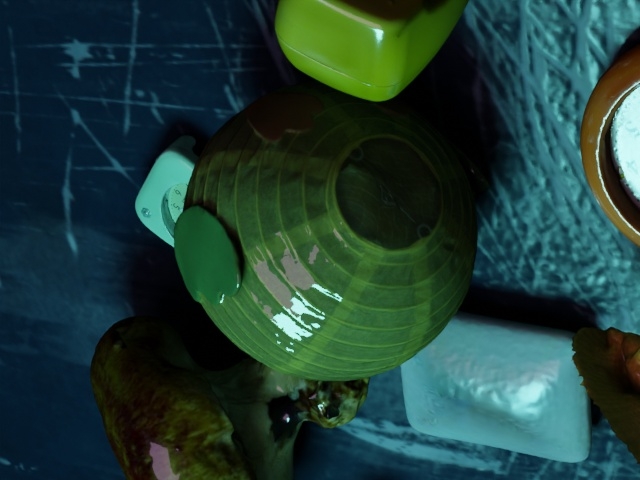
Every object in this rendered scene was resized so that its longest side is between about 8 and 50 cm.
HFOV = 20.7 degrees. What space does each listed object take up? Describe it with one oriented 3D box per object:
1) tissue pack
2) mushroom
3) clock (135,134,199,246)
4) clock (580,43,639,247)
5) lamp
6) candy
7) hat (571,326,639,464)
[{"bbox_3d":[0.047,-0.191,1.314,0.123,0.178,0.127,27,151,12],"label":"tissue pack"},{"bbox_3d":[-0.092,0.198,1.673,0.255,0.267,0.267,0,128,-9],"label":"mushroom"},{"bbox_3d":[-0.101,-0.025,1.612,0.135,0.041,0.101,37,132,2],"label":"clock"},{"bbox_3d":[0.298,-0.066,1.334,0.205,0.051,0.205,15,127,21],"label":"clock"},{"bbox_3d":[0.000,0.000,1.448,0.250,0.250,0.284,45,152,-4],"label":"lamp"},{"bbox_3d":[0.152,0.127,1.543,0.174,0.071,0.138,9,125,25],"label":"candy"},{"bbox_3d":[0.359,0.076,1.326,0.244,0.233,0.233,50,120,22],"label":"hat"}]
